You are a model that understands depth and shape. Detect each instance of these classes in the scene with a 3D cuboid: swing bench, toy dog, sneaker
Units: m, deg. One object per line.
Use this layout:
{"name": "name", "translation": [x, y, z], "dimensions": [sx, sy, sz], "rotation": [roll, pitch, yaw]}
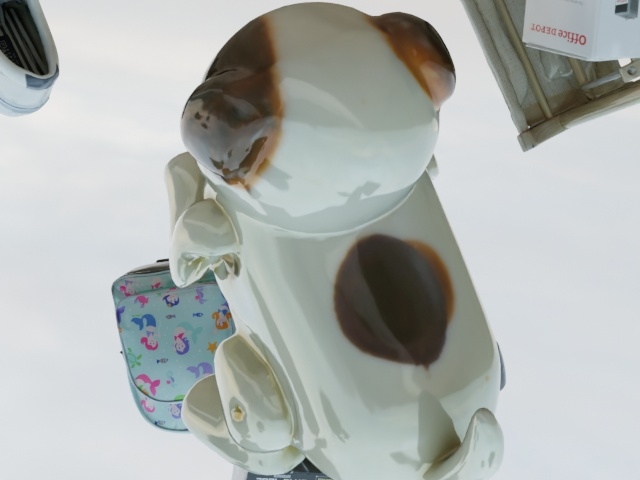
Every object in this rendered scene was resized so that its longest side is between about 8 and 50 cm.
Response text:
{"name": "swing bench", "translation": [0.279, -0.258, 1.521], "dimensions": [0.255, 0.253, 0.165], "rotation": [-21, -175, 39]}
{"name": "toy dog", "translation": [0.000, 0.000, 1.297], "dimensions": [0.285, 0.408, 0.395], "rotation": [-16, -153, -11]}
{"name": "sneaker", "translation": [-0.313, -0.244, 1.423], "dimensions": [0.094, 0.258, 0.091], "rotation": [-32, -177, -38]}

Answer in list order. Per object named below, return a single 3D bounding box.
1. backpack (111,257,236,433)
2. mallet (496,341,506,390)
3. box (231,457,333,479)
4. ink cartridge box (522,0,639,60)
{"name": "backpack", "translation": [-0.187, 0.160, 2.274], "dimensions": [0.225, 0.253, 0.191], "rotation": [-8, -171, 10]}
{"name": "mallet", "translation": [0.140, 0.088, 1.676], "dimensions": [0.039, 0.062, 0.189], "rotation": [-29, -128, -13]}
{"name": "box", "translation": [-0.002, 0.276, 1.571], "dimensions": [0.180, 0.147, 0.077], "rotation": [4, -153, -11]}
{"name": "ink cartridge box", "translation": [0.220, -0.221, 1.250], "dimensions": [0.056, 0.135, 0.099], "rotation": [-5, -162, -29]}
